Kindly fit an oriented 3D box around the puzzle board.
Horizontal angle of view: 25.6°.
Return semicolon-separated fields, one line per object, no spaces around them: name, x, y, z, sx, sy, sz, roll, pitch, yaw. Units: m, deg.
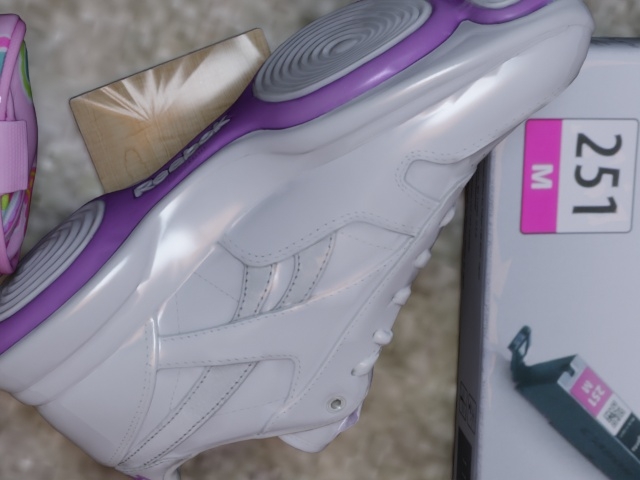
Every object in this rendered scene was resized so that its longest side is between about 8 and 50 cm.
puzzle board;-0.051;-0.025;0.672;0.096;0.011;0.128;-21;106;-3

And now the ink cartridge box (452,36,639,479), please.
ink cartridge box;0.190;0.040;0.694;0.239;0.060;0.275;0;103;-6

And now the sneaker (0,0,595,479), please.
sneaker;0.000;0.000;0.627;0.305;0.114;0.152;-35;113;14

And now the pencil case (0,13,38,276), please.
pencil case;-0.262;-0.046;0.584;0.284;0.124;0.124;4;103;-9
